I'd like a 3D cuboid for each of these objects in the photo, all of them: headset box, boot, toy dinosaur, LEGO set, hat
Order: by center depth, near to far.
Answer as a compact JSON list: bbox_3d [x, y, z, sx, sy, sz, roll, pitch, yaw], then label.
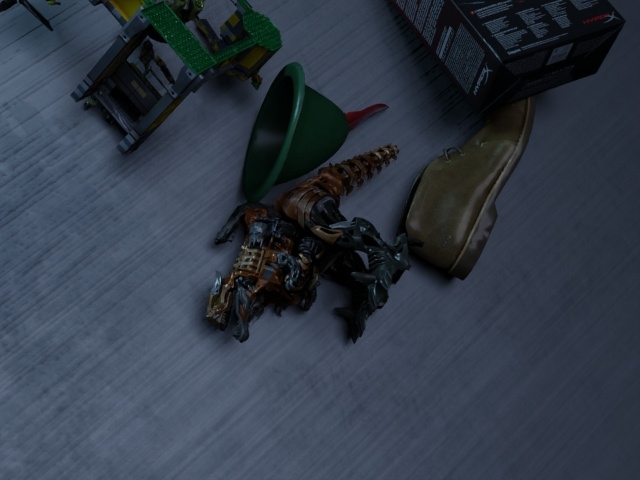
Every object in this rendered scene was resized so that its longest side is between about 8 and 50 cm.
[{"bbox_3d":[-0.232,-0.262,1.311,0.331,0.192,0.255,44,36,-9],"label":"LEGO set"},{"bbox_3d":[0.000,0.000,1.327,0.218,0.164,0.322,36,88,8],"label":"toy dinosaur"},{"bbox_3d":[0.021,-0.120,1.347,0.183,0.173,0.208,18,77,-20],"label":"hat"},{"bbox_3d":[0.203,-0.105,1.453,0.115,0.112,0.305,26,69,1],"label":"boot"},{"bbox_3d":[0.235,-0.338,1.475,0.218,0.110,0.293,-21,63,-25],"label":"headset box"}]
